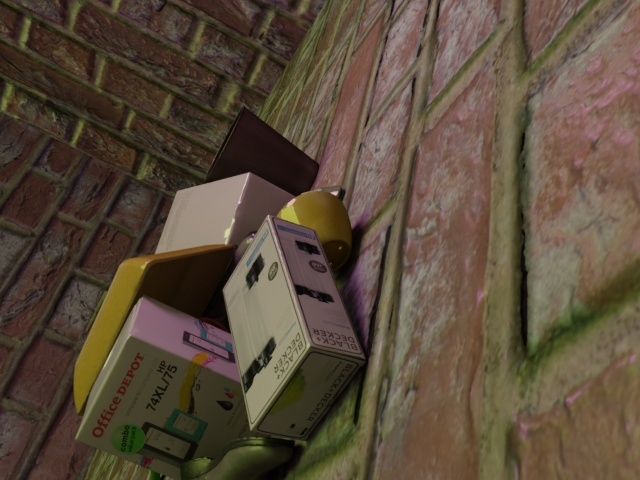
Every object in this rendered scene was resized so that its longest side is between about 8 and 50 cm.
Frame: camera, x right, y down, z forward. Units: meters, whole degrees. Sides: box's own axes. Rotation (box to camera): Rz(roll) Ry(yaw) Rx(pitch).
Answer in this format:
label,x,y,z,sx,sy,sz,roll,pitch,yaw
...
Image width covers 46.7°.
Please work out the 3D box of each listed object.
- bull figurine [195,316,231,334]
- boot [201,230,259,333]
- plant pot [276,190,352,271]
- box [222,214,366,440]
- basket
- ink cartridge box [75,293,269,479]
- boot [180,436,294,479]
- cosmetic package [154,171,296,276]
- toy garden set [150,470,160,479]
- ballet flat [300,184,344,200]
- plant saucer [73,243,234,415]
label,x,y,z,sx,sy,sz,roll,pitch,yaw
bull figurine,-0.246,0.289,1.396,0.310,0.189,0.101,-58,20,17
boot,-0.196,0.155,1.502,0.223,0.118,0.338,-42,-22,-56
plant pot,0.000,0.000,1.219,0.134,0.134,0.095,-58,39,20
box,-0.049,0.116,1.060,0.169,0.087,0.290,-56,32,26
basket,-0.133,-0.181,1.792,0.204,0.227,0.154,-61,14,7
ink cartridge box,-0.226,0.254,1.226,0.198,0.270,0.197,-61,14,9
boot,-0.118,0.376,1.041,0.247,0.083,0.161,-34,49,39
cosmetic package,-0.231,-0.026,1.757,0.366,0.155,0.196,-3,65,53
toy garden set,-0.436,0.454,1.839,0.244,0.049,0.203,-143,51,-68
ballet flat,-0.027,-0.062,1.514,0.213,0.068,0.072,-41,26,57
plant saucer,-0.334,0.145,1.441,0.332,0.081,0.333,-62,-15,14
